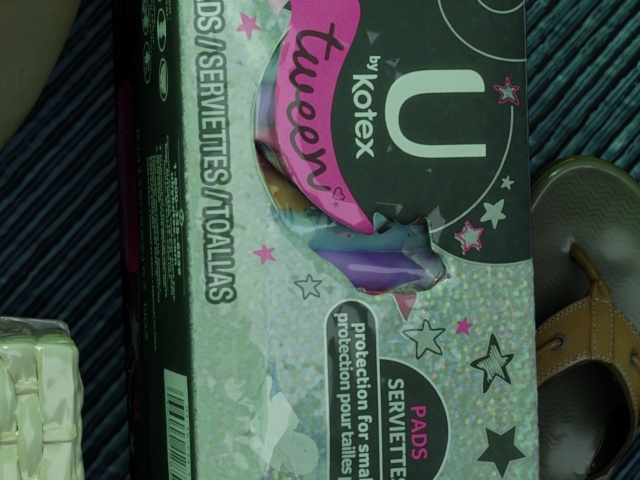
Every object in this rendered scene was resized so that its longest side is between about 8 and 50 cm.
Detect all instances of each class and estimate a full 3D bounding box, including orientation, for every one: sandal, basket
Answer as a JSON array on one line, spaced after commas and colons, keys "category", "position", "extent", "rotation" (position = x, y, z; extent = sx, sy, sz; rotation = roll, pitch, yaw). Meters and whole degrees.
[{"category": "sandal", "position": [0.106, 0.070, 0.882], "extent": [0.090, 0.060, 0.219], "rotation": [23, 83, -15]}, {"category": "basket", "position": [-0.151, 0.114, 0.784], "extent": [0.113, 0.103, 0.167], "rotation": [1, 90, -16]}]

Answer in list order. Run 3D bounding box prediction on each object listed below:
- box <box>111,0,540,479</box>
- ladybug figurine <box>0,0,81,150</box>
[{"category": "box", "position": [0.000, 0.000, 0.798], "extent": [0.142, 0.163, 0.247], "rotation": [-3, 91, -15]}, {"category": "ladybug figurine", "position": [-0.236, -0.212, 0.711], "extent": [0.305, 0.162, 0.449], "rotation": [-15, 91, -3]}]
